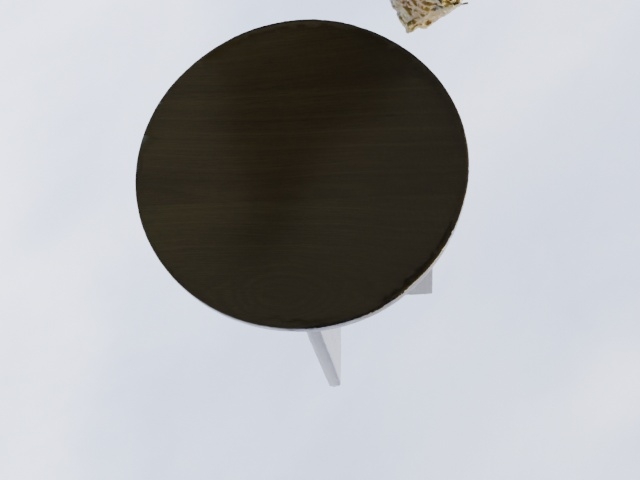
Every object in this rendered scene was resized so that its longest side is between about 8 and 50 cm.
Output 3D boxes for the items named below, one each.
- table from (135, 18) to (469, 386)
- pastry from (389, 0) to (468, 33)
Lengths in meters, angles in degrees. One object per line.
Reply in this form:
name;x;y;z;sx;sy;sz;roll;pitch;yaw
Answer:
table;0.000;0.000;0.628;0.167;0.226;0.167;-2;-109;5
pastry;0.069;-0.250;0.912;0.056;0.080;0.140;-38;-78;-26
